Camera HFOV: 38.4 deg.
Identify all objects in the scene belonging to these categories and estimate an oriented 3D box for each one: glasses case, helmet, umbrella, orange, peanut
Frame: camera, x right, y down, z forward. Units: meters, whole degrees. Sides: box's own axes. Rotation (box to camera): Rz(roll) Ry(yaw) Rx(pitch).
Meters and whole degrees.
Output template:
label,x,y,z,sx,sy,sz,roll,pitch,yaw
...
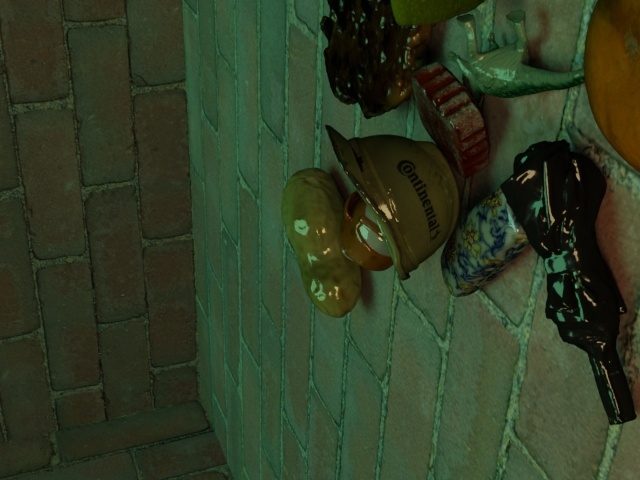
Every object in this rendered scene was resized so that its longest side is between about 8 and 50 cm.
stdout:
label,x,y,z,sx,sy,sz,roll,pitch,yaw
glasses case,0.230,0.005,1.294,0.248,0.065,0.087,121,136,-64
helmet,0.122,-0.080,1.318,0.258,0.137,0.204,60,-173,-29
umbrella,0.304,0.048,1.076,0.118,0.118,0.340,151,102,-70
orange,0.328,-0.156,0.766,0.240,0.171,0.240,169,90,-75
peanut,0.000,0.000,1.847,0.147,0.147,0.319,126,134,-65

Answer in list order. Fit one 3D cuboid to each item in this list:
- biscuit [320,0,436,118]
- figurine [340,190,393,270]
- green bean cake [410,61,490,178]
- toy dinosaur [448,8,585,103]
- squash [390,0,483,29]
label,x,y,z,sx,sy,sz,roll,pitch,yaw
biscuit,0.096,-0.346,1.485,0.334,0.081,0.290,148,111,-66
figurine,0.126,-0.033,1.512,0.271,0.143,0.143,-18,82,46
green bean cake,0.185,-0.170,1.290,0.136,0.056,0.135,59,179,33
toy dinosaur,0.233,-0.235,1.125,0.129,0.076,0.383,55,173,-13
squash,0.150,-0.416,1.097,0.111,0.203,0.289,10,134,23
